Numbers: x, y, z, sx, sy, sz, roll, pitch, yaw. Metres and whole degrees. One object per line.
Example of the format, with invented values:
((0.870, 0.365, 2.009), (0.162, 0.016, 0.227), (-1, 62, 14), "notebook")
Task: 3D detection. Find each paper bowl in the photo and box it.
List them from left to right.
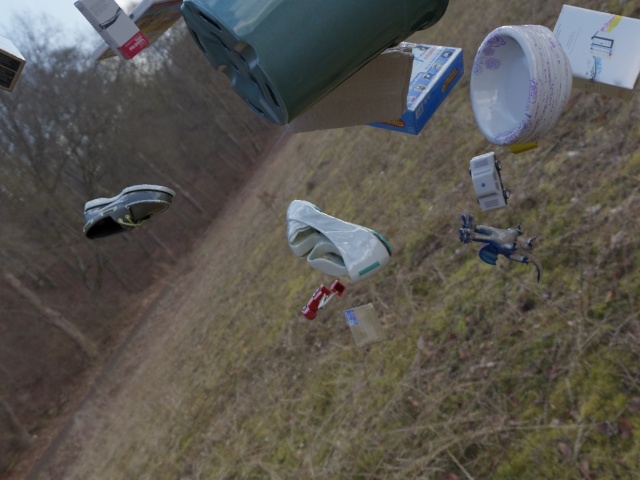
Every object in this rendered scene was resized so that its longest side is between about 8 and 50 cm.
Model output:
((0.503, -0.383, 1.397), (0.148, 0.284, 0.284), (-8, 0, -14), "paper bowl")

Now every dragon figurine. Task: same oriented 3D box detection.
((0.459, 0.015, 1.430), (0.144, 0.289, 0.085), (1, 66, 45), "dragon figurine")

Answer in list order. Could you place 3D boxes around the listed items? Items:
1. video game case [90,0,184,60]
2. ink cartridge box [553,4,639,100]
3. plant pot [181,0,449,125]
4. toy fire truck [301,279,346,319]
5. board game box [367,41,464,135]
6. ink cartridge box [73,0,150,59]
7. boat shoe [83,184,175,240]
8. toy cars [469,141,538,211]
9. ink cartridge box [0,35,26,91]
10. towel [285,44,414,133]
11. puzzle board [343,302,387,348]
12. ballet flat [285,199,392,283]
((-0.445, -0.561, 1.460), (0.285, 0.025, 0.204), (-21, 14, 38), "video game case")
((0.721, -0.484, 1.467), (0.171, 0.232, 0.168), (-8, -62, -65), "ink cartridge box")
((-0.023, -0.392, 0.935), (0.334, 0.341, 0.341), (-45, 9, -9), "plant pot")
((0.009, 0.229, 2.151), (0.192, 0.047, 0.135), (-53, 16, -1), "toy fire truck")
((0.215, -0.459, 1.651), (0.302, 0.086, 0.308), (19, 57, 32), "board game box")
((-0.461, -0.479, 1.245), (0.063, 0.150, 0.109), (-45, 32, -10), "ink cartridge box")
((-0.492, -0.068, 1.440), (0.305, 0.109, 0.091), (-12, 64, 30), "boat shoe")
((0.558, -0.269, 1.751), (0.087, 0.176, 0.394), (-16, -48, -49), "toy cars")
((-0.793, -0.439, 1.267), (0.234, 0.193, 0.088), (39, 101, 44), "ink cartridge box")
((0.057, -0.318, 1.203), (0.187, 0.282, 0.049), (89, 169, -52), "towel")
((0.137, 0.262, 1.740), (0.096, 0.128, 0.011), (-16, -30, -12), "puzzle board")
((0.000, 0.000, 1.338), (0.139, 0.139, 0.400), (-53, 37, -8), "ballet flat")
